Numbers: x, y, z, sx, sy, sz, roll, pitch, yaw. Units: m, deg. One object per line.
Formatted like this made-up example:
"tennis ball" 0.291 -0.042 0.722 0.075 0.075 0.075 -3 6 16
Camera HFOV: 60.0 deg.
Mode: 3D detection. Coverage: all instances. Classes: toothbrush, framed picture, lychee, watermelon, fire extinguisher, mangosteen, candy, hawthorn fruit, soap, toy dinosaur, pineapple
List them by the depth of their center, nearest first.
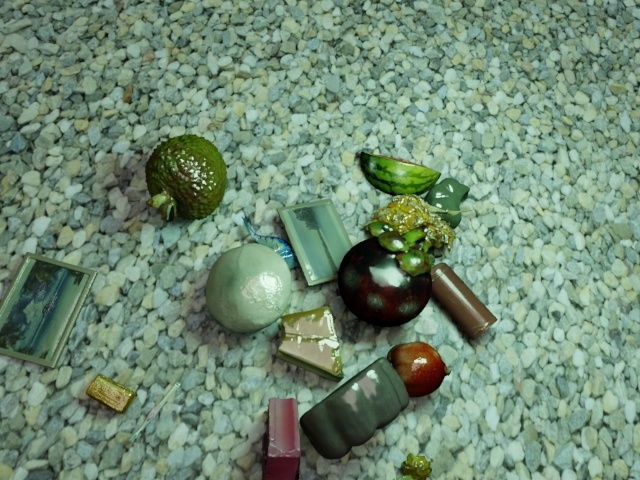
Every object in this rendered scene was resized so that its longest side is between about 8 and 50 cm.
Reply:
"soap" -0.110 0.538 1.511 0.099 0.162 0.250 1 25 -6
"toothbrush" -0.474 0.490 1.589 0.017 0.022 0.204 37 65 7
"candy" -0.218 0.135 1.647 0.296 0.185 0.295 -10 65 22
"hawthorn fruit" 0.291 0.384 1.648 0.188 0.169 0.168 8 66 -8
"framed picture" -0.843 0.204 1.669 0.232 0.024 0.314 15 67 -1
"mangosteen" 0.202 0.111 1.677 0.312 0.311 0.310 2 67 -5
"lychee" -0.425 -0.191 1.759 0.270 0.270 0.319 29 75 6
"toy dinosaur" -0.135 0.044 1.790 0.329 0.076 0.144 25 57 0
"pineapple" 0.311 -0.060 1.796 0.335 0.161 0.158 16 106 7
"fire extinguisher" 0.427 0.153 1.797 0.147 0.106 0.337 -22 68 -48
"framed picture" 0.000 0.000 1.823 0.213 0.016 0.289 -12 68 -29
"watermelon" 0.275 -0.220 1.950 0.304 0.159 0.128 14 104 1

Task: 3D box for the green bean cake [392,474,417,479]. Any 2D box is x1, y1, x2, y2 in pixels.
"green bean cake" 0.252 0.746 1.399 0.202 0.310 0.284 -19 72 -12

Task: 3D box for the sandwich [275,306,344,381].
"sandwich" -0.039 0.327 1.660 0.186 0.108 0.219 -11 71 -11

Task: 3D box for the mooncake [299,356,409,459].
"mooncake" 0.096 0.462 1.526 0.306 0.306 0.154 -31 80 -18

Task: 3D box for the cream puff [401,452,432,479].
"cream puff" 0.275 0.647 1.581 0.083 0.058 0.083 -39 77 -18

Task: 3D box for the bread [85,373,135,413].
"bread" -0.598 0.437 1.580 0.132 0.053 0.074 25 70 4

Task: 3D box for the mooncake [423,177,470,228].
"mooncake" 0.442 -0.127 1.914 0.169 0.104 0.174 -5 71 -15
